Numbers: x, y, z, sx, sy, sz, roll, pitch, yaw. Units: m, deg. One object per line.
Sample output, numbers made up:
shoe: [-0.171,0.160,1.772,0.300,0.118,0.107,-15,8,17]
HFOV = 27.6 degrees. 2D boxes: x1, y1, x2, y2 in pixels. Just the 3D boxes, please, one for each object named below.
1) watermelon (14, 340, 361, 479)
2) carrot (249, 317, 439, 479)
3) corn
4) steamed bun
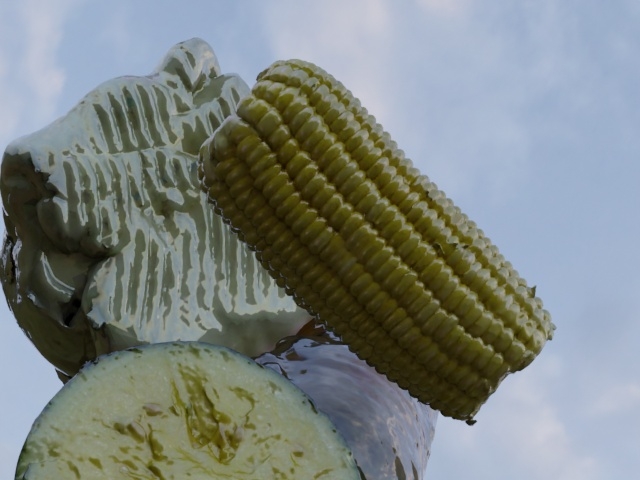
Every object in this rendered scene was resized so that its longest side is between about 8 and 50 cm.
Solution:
watermelon: [-0.042,0.087,0.396,0.105,0.105,0.062,30,-37,5]
carrot: [0.013,0.116,0.818,0.138,0.302,0.139,3,-79,17]
corn: [0.022,0.002,0.549,0.165,0.063,0.085,43,-76,2]
steamed bun: [-0.123,0.010,1.082,0.268,0.280,0.207,51,-26,3]
